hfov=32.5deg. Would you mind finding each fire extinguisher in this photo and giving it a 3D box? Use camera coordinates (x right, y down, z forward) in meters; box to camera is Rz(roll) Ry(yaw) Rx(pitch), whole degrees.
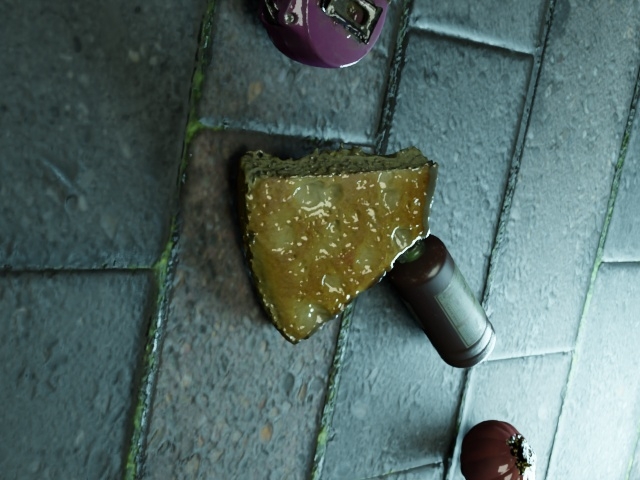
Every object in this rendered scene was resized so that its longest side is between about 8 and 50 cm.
[{"bbox_3d":[0.122,0.038,1.187,0.231,0.071,0.099,56,36,-41],"label":"fire extinguisher"}]

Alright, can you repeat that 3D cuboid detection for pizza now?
[{"bbox_3d":[0.007,-0.006,1.045,0.188,0.080,0.204,-10,124,-20],"label":"pizza"}]

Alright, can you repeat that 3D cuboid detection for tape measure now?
[{"bbox_3d":[0.002,-0.213,0.955,0.125,0.074,0.118,26,86,-46],"label":"tape measure"}]

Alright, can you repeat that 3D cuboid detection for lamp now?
[{"bbox_3d":[0.219,0.274,1.351,0.107,0.092,0.108,32,46,-40],"label":"lamp"}]
